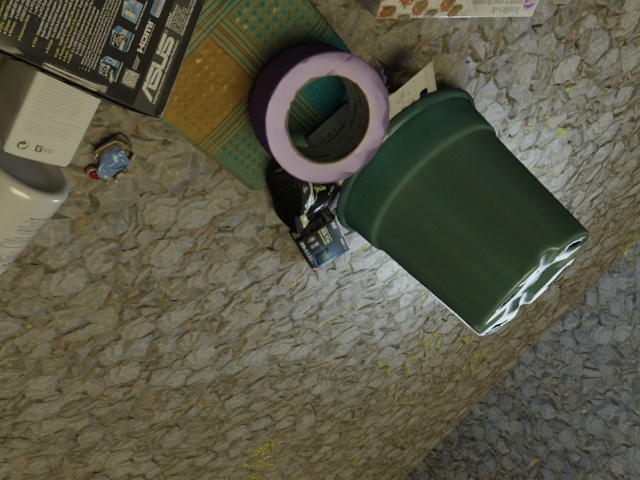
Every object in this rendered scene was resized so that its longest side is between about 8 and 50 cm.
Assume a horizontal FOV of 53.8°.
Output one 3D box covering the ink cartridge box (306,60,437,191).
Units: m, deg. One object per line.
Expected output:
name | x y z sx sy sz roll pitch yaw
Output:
ink cartridge box | 0.096 -0.195 1.087 0.232 0.066 0.189 -46 158 -2

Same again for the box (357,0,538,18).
box | 0.209 -0.387 0.976 0.324 0.067 0.063 -11 138 -28

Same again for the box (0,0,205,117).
box | -0.213 -0.345 0.539 0.318 0.097 0.394 18 95 -50

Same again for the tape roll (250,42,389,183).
tape roll | -0.001 -0.183 0.911 0.189 0.080 0.188 -10 119 -19

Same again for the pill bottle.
pill bottle | -0.447 -0.019 0.814 0.229 0.131 0.131 -45 143 13

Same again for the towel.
towel | -0.108 -0.245 0.910 0.271 0.040 0.370 -42 142 9

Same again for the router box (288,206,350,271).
router box | 0.000 0.000 1.270 0.092 0.038 0.122 -34 144 -3

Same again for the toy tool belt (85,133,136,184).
toy tool belt | -0.299 -0.108 0.899 0.083 0.051 0.052 -41 144 8

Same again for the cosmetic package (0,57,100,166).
cosmetic package | -0.296 -0.215 0.728 0.086 0.117 0.231 12 125 -46

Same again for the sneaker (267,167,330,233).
sneaker | -0.030 -0.089 1.086 0.097 0.084 0.234 -43 174 -13

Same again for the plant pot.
plant pot | 0.261 -0.033 1.132 0.341 0.334 0.341 -32 154 -18
